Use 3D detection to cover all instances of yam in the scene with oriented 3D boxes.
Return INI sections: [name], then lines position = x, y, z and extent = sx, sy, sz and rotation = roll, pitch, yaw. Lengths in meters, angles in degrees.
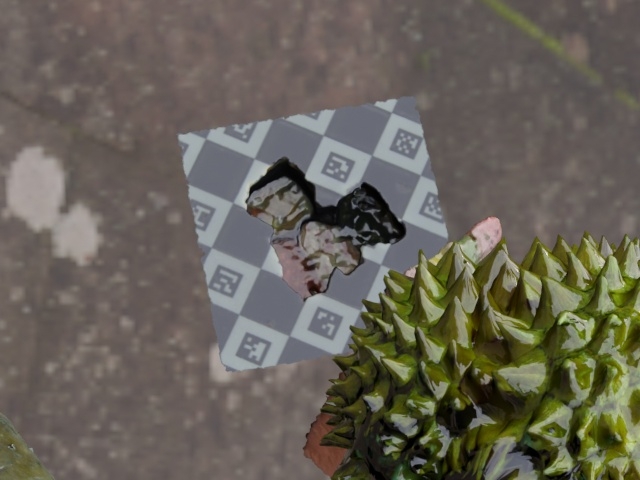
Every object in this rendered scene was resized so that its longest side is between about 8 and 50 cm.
[yam]
position = -0.330, 0.265, 2.046
extent = 0.107, 0.194, 0.107
rotation = -23, 134, -27

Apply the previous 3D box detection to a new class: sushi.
[sushi]
position = 0.000, 0.000, 1.738
extent = 0.047, 0.219, 0.231
rotation = 99, -20, -68

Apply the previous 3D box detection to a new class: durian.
[durian]
position = 0.122, 0.115, 0.994
extent = 0.224, 0.291, 0.291
rotation = -33, 115, -29

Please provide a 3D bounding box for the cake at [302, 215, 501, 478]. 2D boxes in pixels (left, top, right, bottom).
[cake]
position = 0.072, 0.089, 1.322
extent = 0.109, 0.090, 0.225
rotation = -33, 158, -36
